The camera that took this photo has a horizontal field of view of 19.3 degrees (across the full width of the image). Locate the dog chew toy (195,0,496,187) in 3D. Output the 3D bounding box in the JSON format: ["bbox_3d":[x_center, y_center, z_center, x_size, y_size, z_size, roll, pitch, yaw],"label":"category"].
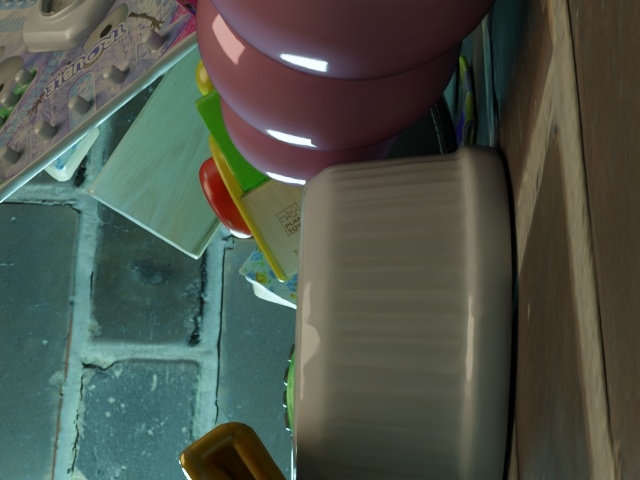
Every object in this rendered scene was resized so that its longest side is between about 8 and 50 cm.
[{"bbox_3d":[0.008,-0.155,1.225,0.332,0.207,0.206,104,169,-56],"label":"dog chew toy"}]

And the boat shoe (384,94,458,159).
[{"bbox_3d":[0.071,-0.027,1.456,0.068,0.081,0.227,-97,2,-63],"label":"boat shoe"}]

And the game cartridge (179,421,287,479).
[{"bbox_3d":[0.008,0.252,1.226,0.285,0.053,0.323,56,174,6],"label":"game cartridge"}]

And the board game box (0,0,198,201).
[{"bbox_3d":[-0.210,-0.220,1.594,0.050,0.390,0.390,41,-155,-32],"label":"board game box"}]

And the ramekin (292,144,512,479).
[{"bbox_3d":[0.047,0.069,1.228,0.273,0.127,0.272,-178,90,-88],"label":"ramekin"}]

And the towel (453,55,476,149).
[{"bbox_3d":[0.107,-0.091,1.397,0.083,0.009,0.060,-90,2,-45],"label":"towel"}]

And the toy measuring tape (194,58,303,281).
[{"bbox_3d":[0.000,0.000,1.425,0.330,0.121,0.121,60,176,4],"label":"toy measuring tape"}]

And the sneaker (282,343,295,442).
[{"bbox_3d":[0.053,0.175,1.579,0.146,0.134,0.343,-19,55,49],"label":"sneaker"}]

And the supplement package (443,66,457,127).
[{"bbox_3d":[0.058,-0.167,1.545,0.105,0.105,0.179,-151,64,-88],"label":"supplement package"}]

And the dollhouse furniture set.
[{"bbox_3d":[-0.059,-0.185,1.703,0.394,0.362,0.256,-58,-7,-12],"label":"dollhouse furniture set"}]
